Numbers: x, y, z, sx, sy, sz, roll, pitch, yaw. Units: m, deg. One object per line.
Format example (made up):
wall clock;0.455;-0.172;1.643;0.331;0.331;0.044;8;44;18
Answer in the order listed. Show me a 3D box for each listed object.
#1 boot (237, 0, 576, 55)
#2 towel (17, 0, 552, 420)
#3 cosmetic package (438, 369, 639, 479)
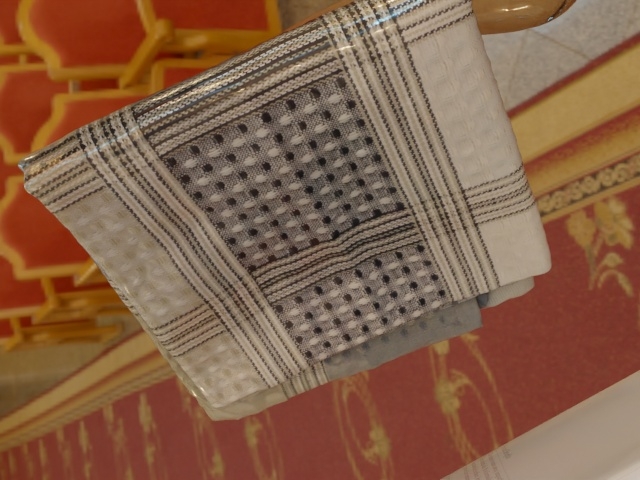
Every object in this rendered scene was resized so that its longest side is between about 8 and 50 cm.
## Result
boot;0.062;-0.174;0.785;0.236;0.270;0.089;6;126;51
towel;0.000;0.000;0.650;0.056;0.312;0.324;-111;-5;-46
cosmetic package;0.267;0.188;0.657;0.156;0.385;0.217;61;-174;2
